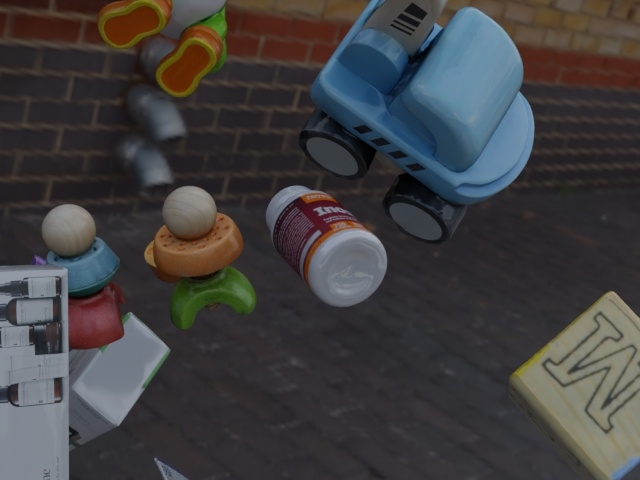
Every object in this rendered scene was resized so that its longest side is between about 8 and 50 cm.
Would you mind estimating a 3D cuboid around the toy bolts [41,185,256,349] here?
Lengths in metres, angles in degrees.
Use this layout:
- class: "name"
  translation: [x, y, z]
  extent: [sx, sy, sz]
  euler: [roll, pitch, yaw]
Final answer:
- class: "toy bolts"
  translation: [-0.209, 0.001, 1.394]
  extent: [0.229, 0.158, 0.218]
  euler: [-15, 30, -6]

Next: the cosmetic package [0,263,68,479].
- class: "cosmetic package"
  translation: [-0.273, 0.142, 1.049]
  extent: [0.099, 0.239, 0.060]
  euler: [-2, 5, -25]

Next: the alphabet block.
- class: "alphabet block"
  translation: [0.396, 0.217, 1.682]
  extent: [0.197, 0.193, 0.192]
  euler: [49, -5, 16]

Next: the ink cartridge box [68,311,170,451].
- class: "ink cartridge box"
  translation: [-0.345, 0.221, 1.807]
  extent: [0.092, 0.219, 0.160]
  euler: [44, 49, -13]

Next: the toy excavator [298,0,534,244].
- class: "toy excavator"
  translation: [0.116, -0.243, 1.479]
  extent: [0.433, 0.222, 0.445]
  euler: [36, -24, -6]

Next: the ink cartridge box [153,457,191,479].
- class: "ink cartridge box"
  translation: [-0.163, 0.483, 1.697]
  extent: [0.330, 0.071, 0.324]
  euler: [60, -6, 17]

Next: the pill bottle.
- class: "pill bottle"
  translation: [0.000, 0.000, 1.254]
  extent: [0.086, 0.086, 0.152]
  euler: [6, 22, -30]

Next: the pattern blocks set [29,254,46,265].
- class: "pattern blocks set"
  translation: [-0.497, 0.118, 1.710]
  extent: [0.285, 0.325, 0.026]
  euler: [19, 39, -40]

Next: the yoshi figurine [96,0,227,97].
- class: "yoshi figurine"
  translation: [-0.212, -0.348, 1.712]
  extent: [0.203, 0.203, 0.362]
  euler: [7, 40, 3]
